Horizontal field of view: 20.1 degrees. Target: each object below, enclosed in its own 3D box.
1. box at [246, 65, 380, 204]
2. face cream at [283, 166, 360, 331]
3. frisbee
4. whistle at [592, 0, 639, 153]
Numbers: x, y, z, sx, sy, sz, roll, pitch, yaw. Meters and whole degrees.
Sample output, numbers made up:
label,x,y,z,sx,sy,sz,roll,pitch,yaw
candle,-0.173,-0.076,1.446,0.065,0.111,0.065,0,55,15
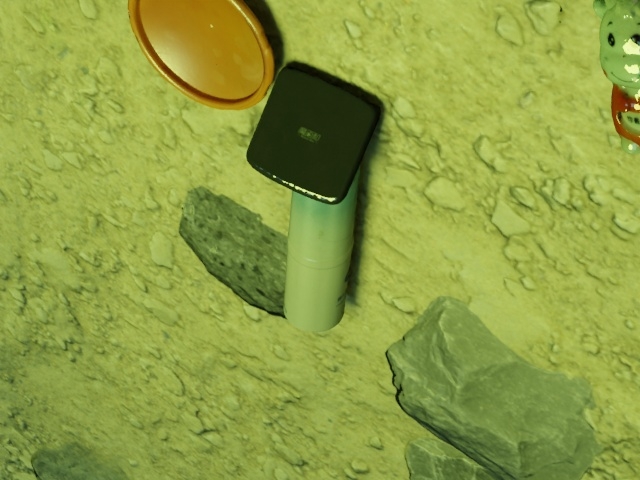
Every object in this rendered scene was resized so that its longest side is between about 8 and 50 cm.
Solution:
label,x,y,z,sx,sy,sz,roll,pitch,yaw
box,-0.009,-0.113,1.969,0.126,0.027,0.125,26,99,16
face cream,0.000,0.000,2.094,0.077,0.077,0.250,25,141,18
frisbee,-0.128,-0.228,1.996,0.192,0.035,0.192,25,142,21
whistle,0.316,-0.136,1.668,0.253,0.106,0.102,66,177,-32
